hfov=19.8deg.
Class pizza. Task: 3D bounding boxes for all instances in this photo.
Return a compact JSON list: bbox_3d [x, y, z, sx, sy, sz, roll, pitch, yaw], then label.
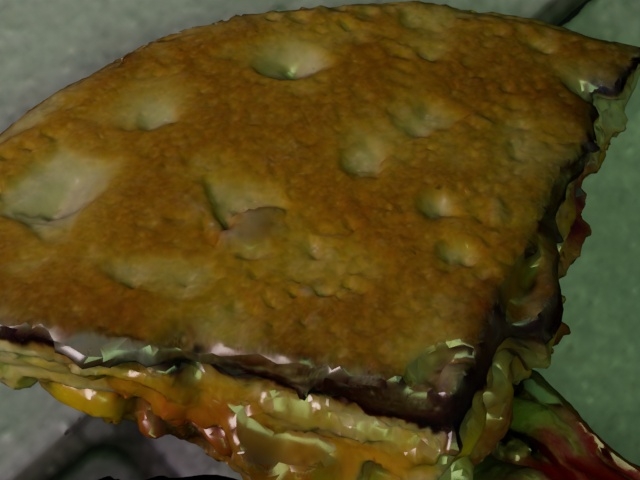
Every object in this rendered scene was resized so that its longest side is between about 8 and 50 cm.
[{"bbox_3d":[0.000,0.000,0.842,0.409,0.114,0.277,-27,58,-25],"label":"pizza"}]

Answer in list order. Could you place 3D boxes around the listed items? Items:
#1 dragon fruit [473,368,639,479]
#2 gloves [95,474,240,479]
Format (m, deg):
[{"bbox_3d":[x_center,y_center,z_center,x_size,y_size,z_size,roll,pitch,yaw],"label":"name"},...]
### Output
[{"bbox_3d":[0.108,0.217,0.879,0.231,0.237,0.302,-28,90,-33],"label":"dragon fruit"},{"bbox_3d":[-0.104,0.180,0.841,0.164,0.124,0.203,27,125,-31],"label":"gloves"}]
